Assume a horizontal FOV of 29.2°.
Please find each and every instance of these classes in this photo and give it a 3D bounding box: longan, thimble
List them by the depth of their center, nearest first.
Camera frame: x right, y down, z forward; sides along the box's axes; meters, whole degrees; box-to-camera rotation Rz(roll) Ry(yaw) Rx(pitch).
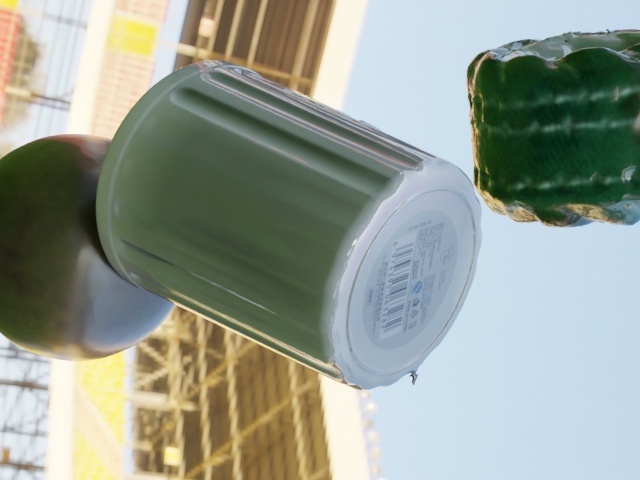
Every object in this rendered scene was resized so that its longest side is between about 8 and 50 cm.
[{"bbox_3d":[-0.175,0.004,0.899,0.167,0.187,0.167,6,-79,36],"label":"longan"},{"bbox_3d":[0.287,-0.118,1.181,0.254,0.288,0.167,-47,131,-69],"label":"thimble"}]

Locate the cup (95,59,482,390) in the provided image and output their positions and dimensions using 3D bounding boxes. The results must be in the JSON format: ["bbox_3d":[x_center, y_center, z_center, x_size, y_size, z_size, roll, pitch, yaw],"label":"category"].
[{"bbox_3d":[0.001,-0.014,0.802,0.202,0.221,0.167,25,-64,36],"label":"cup"}]
